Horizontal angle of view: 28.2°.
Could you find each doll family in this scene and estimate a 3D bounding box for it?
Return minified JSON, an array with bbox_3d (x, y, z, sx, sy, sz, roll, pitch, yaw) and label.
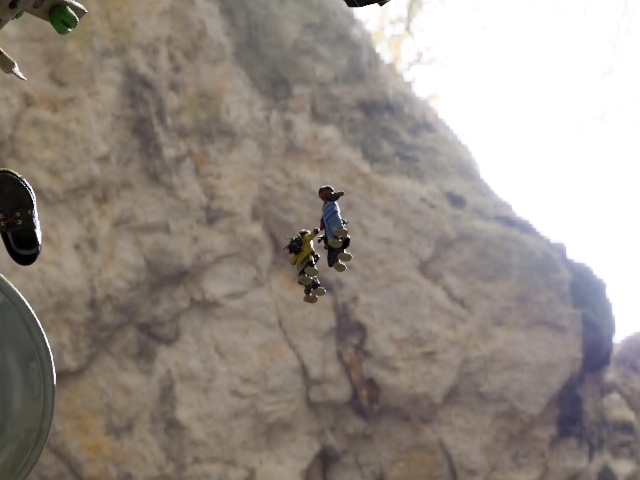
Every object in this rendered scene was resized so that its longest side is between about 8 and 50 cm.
[{"bbox_3d":[0.000,0.000,1.977,0.076,0.193,0.111,25,-145,-26],"label":"doll family"}]

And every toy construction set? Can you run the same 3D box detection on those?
[{"bbox_3d":[-0.455,-0.323,1.826,0.237,0.309,0.257,43,-107,14],"label":"toy construction set"}]

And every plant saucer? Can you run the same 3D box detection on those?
[{"bbox_3d":[-0.557,0.200,1.689,0.400,0.400,0.100,-5,-176,5],"label":"plant saucer"}]

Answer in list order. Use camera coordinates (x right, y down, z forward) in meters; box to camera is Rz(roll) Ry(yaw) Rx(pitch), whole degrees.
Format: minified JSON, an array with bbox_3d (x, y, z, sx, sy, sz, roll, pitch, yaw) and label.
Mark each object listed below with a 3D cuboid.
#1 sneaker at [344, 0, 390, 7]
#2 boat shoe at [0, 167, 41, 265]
[{"bbox_3d":[0.038,-0.340,1.615,0.232,0.090,0.081,-4,-131,-50],"label":"sneaker"},{"bbox_3d":[-0.364,-0.028,1.529,0.049,0.133,0.042,-8,-140,0],"label":"boat shoe"}]
